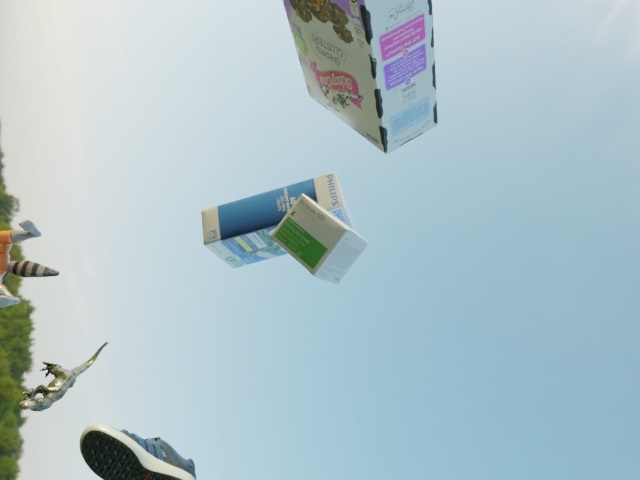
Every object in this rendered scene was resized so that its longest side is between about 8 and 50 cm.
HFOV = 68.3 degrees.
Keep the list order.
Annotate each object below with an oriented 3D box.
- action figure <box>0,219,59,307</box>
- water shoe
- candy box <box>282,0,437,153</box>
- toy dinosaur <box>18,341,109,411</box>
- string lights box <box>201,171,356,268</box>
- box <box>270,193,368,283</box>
[{"bbox_3d":[-0.817,0.112,1.152,0.329,0.178,0.342,-5,-100,32],"label":"action figure"},{"bbox_3d":[-0.295,0.355,0.767,0.073,0.203,0.080,-49,-165,1],"label":"water shoe"},{"bbox_3d":[0.032,-0.209,0.460,0.165,0.070,0.196,48,-16,41],"label":"candy box"},{"bbox_3d":[-0.612,0.323,1.095,0.268,0.118,0.064,-67,145,-69],"label":"toy dinosaur"},{"bbox_3d":[-0.075,-0.033,0.886,0.259,0.133,0.077,-15,-115,9],"label":"string lights box"},{"bbox_3d":[0.000,0.000,0.729,0.101,0.102,0.087,39,-86,25],"label":"box"}]
